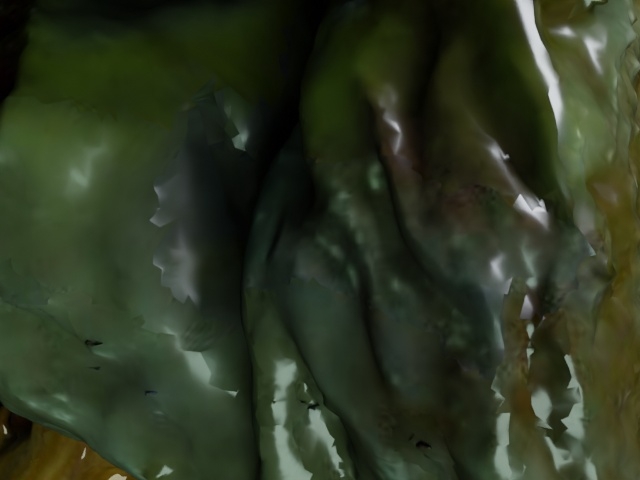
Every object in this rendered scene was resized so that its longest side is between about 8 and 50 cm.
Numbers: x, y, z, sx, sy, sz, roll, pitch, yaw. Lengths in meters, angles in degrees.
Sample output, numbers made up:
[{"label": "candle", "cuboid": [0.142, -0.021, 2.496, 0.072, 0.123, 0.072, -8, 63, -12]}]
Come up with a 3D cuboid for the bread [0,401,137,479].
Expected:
[{"label": "bread", "cuboid": [-0.045, 0.105, 0.811, 0.235, 0.099, 0.210, 5, 125, -32]}]

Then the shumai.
[{"label": "shumai", "cuboid": [0.000, 0.000, 0.678, 0.263, 0.309, 0.304, -2, 131, 16]}]
